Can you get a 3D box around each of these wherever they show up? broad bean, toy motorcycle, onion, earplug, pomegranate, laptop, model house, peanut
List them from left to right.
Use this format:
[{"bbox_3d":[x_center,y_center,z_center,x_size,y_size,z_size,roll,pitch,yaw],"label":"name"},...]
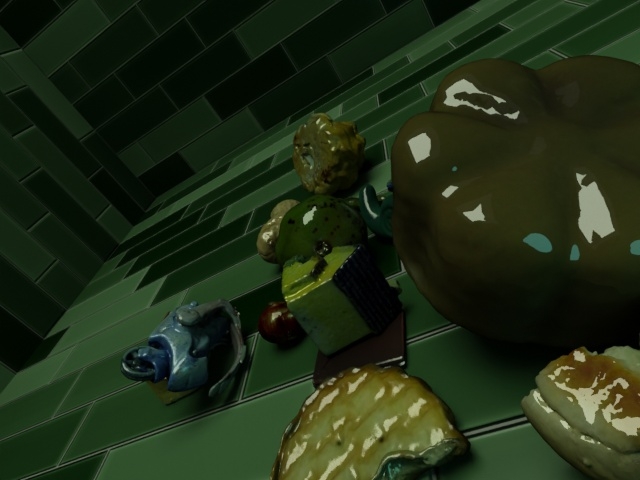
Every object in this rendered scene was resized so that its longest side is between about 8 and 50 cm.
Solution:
[{"bbox_3d":[-0.315,0.259,1.100,0.241,0.182,0.319,-3,21,16],"label":"toy motorcycle"},{"bbox_3d":[-0.102,0.203,1.081,0.118,0.118,0.117,-52,8,-29],"label":"onion"},{"bbox_3d":[-0.105,-0.033,1.452,0.159,0.143,0.291,8,33,8],"label":"peanut"},{"bbox_3d":[0.000,0.000,1.169,0.254,0.254,0.270,-36,17,-1],"label":"pomegranate"},{"bbox_3d":[0.049,0.098,0.933,0.211,0.194,0.170,-28,22,14],"label":"model house"},{"bbox_3d":[0.111,-0.123,1.441,0.060,0.043,0.297,-39,24,-28],"label":"broad bean"},{"bbox_3d":[0.084,0.228,0.922,0.207,0.026,0.154,-23,27,23],"label":"laptop"},{"bbox_3d":[0.241,-0.104,1.144,0.280,0.164,0.257,-30,13,10],"label":"earplug"}]

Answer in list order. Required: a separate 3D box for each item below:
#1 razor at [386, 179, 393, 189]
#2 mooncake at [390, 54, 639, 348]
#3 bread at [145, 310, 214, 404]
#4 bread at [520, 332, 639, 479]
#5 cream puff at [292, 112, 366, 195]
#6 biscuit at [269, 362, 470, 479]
[{"bbox_3d":[0.285,-0.163,1.288,0.093,0.056,0.324,-43,27,-11],"label":"razor"},{"bbox_3d":[0.343,-0.076,0.688,0.467,0.262,0.467,-3,54,4],"label":"mooncake"},{"bbox_3d":[-0.405,0.326,1.257,0.142,0.178,0.266,-60,13,26],"label":"bread"},{"bbox_3d":[0.410,0.168,0.466,0.314,0.171,0.192,-38,29,-2],"label":"bread"},{"bbox_3d":[0.059,-0.322,1.628,0.257,0.291,0.324,-17,-2,-33],"label":"cream puff"},{"bbox_3d":[0.072,0.338,0.702,0.335,0.078,0.329,-12,32,38],"label":"biscuit"}]
